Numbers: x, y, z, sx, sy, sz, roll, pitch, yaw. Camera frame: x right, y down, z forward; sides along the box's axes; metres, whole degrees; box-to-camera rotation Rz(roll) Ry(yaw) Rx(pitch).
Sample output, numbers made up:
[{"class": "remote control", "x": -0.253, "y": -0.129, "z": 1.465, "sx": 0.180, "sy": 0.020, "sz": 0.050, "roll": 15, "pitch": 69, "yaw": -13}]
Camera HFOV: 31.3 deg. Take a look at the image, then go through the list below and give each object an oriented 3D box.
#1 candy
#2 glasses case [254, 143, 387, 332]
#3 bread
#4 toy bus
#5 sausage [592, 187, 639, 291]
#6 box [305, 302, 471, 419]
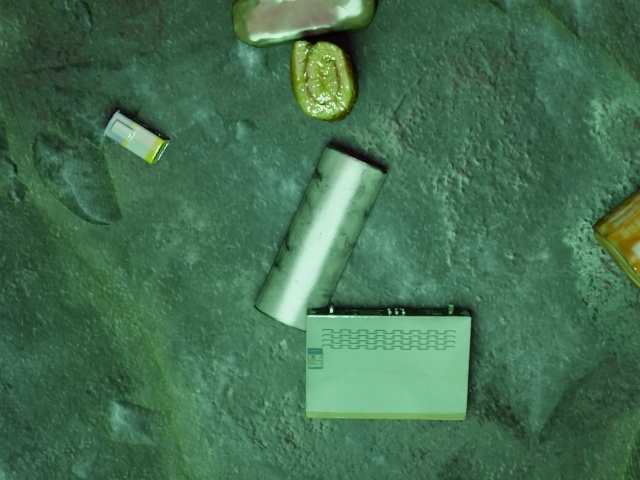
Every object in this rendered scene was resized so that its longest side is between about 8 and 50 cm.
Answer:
[{"class": "candy", "x": -0.025, "y": -0.371, "z": 1.823, "sx": 0.234, "sy": 0.104, "sz": 0.102, "roll": -8, "pitch": 94, "yaw": 6}, {"class": "glasses case", "x": 0.000, "y": 0.000, "z": 1.881, "sx": 0.114, "sy": 0.060, "sz": 0.299, "roll": 25, "pitch": 97, "yaw": 1}, {"class": "bread", "x": 0.008, "y": -0.252, "z": 1.799, "sx": 0.103, "sy": 0.172, "sz": 0.132, "roll": -10, "pitch": 94, "yaw": 3}, {"class": "toy bus", "x": -0.307, "y": -0.172, "z": 1.891, "sx": 0.102, "sy": 0.058, "sz": 0.052, "roll": 32, "pitch": 97, "yaw": 1}, {"class": "sausage", "x": 0.598, "y": -0.022, "z": 1.746, "sx": 0.287, "sy": 0.233, "sz": 0.233, "roll": -41, "pitch": 91, "yaw": 7}, {"class": "box", "x": 0.109, "y": 0.199, "z": 1.878, "sx": 0.270, "sy": 0.045, "sz": 0.210, "roll": -1, "pitch": 106, "yaw": -1}]
